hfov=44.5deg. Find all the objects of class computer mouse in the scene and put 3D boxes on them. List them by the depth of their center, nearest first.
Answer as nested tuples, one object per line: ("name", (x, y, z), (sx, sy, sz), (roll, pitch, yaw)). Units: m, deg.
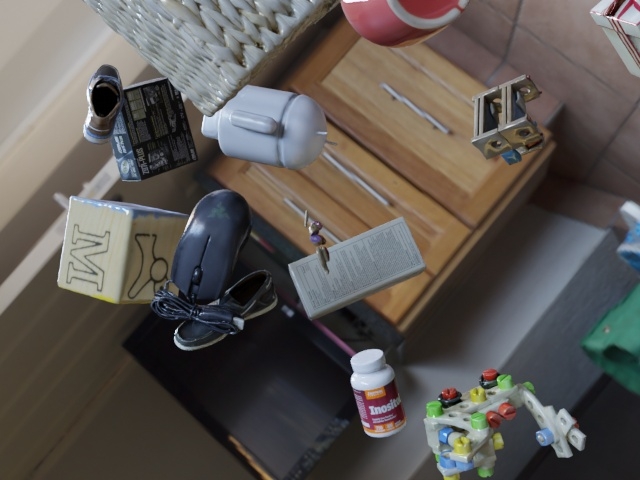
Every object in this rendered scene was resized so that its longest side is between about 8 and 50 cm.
("computer mouse", (-0.208, 0.033, 1.481), (0.188, 0.272, 0.072), (15, 179, 6))

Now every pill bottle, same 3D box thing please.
("pill bottle", (0.107, 0.290, 1.490), (0.086, 0.086, 0.152), (-154, 46, -70))

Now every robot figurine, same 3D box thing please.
("robot figurine", (-0.134, -0.302, 2.085), (0.353, 0.200, 0.300), (13, -171, 14))

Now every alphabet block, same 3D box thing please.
("alphabet block", (-0.419, 0.022, 1.678), (0.193, 0.197, 0.192), (12, -177, 34))

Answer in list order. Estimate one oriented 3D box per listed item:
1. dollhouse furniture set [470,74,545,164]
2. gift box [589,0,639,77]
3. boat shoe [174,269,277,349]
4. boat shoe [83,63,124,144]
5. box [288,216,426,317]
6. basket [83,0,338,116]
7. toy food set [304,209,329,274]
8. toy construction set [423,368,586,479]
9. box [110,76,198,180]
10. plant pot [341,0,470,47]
("dollhouse furniture set", (0.417, -0.222, 1.624), (0.129, 0.129, 0.183), (-20, 137, 36))
("gift box", (0.853, -0.547, 1.892), (0.258, 0.255, 0.276), (45, -176, -24))
("boat shoe", (-0.192, 0.135, 1.558), (0.084, 0.233, 0.079), (43, 150, 34))
("boat shoe", (-0.379, -0.256, 1.393), (0.066, 0.066, 0.183), (9, -129, -22))
("box", (0.088, 0.072, 1.941), (0.121, 0.311, 0.148), (89, 159, -79))
("basket", (-0.147, -0.367, 1.016), (0.331, 0.266, 0.328), (42, 171, -12))
("toy food set", (0.000, 0.000, 1.556), (0.078, 0.019, 0.122), (-87, -23, -56))
("toy construction set", (0.335, 0.346, 1.483), (0.327, 0.151, 0.215), (-3, -171, -26))
("box", (-0.344, -0.225, 1.573), (0.077, 0.147, 0.180), (6, 115, 46))
("plant pot", (0.196, -0.545, 1.657), (0.275, 0.275, 0.243), (42, -177, -16))
